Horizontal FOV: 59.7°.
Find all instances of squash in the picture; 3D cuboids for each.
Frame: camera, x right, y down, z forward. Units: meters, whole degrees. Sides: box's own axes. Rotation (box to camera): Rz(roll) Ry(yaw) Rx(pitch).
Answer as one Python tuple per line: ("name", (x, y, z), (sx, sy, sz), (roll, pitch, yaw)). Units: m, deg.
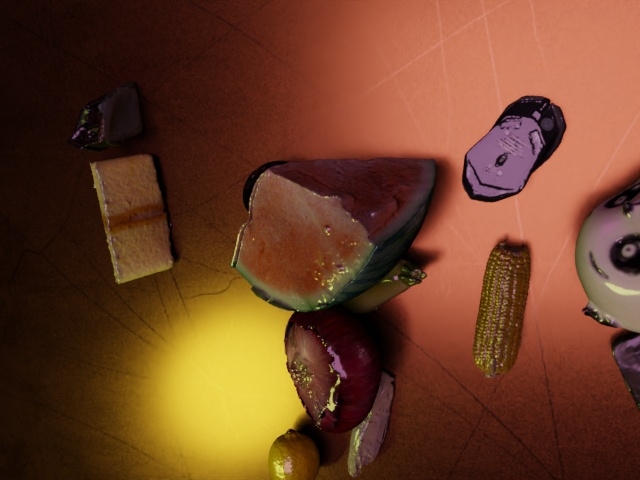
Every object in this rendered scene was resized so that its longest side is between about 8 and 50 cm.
("squash", (0.123, 0.072, 1.013), (0.200, 0.075, 0.090), (-25, 71, 47))

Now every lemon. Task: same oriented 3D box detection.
("lemon", (-0.055, 0.453, 1.150), (0.109, 0.109, 0.133), (-1, 91, 23))

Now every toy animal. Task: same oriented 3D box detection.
("toy animal", (0.514, 0.024, 0.752), (0.310, 0.251, 0.250), (-5, 99, 32))

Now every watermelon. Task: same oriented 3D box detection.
("watermelon", (0.022, 0.018, 0.911), (0.319, 0.222, 0.292), (5, 127, -12))

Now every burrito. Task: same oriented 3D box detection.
("burrito", (0.095, 0.361, 1.100), (0.058, 0.063, 0.229), (24, 106, 59))

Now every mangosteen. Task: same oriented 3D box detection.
("mangosteen", (-0.071, -0.075, 1.041), (0.137, 0.137, 0.151), (-20, 123, 25))

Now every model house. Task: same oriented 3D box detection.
("model house", (-0.465, -0.242, 1.162), (0.152, 0.165, 0.106), (-11, 114, 26))

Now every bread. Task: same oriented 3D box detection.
("bread", (-0.419, -0.048, 1.202), (0.178, 0.142, 0.266), (-10, 99, 9))

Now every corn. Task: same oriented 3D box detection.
("corn", (0.306, 0.119, 0.942), (0.080, 0.080, 0.238), (11, 103, 20))

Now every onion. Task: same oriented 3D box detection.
("onion", (0.024, 0.230, 1.028), (0.161, 0.248, 0.248), (-5, 101, -11))

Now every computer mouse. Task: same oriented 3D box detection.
("computer mouse", (0.306, -0.141, 0.896), (0.106, 0.062, 0.192), (41, 107, 11))

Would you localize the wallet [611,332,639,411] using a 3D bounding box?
("wallet", (0.597, 0.269, 0.871), (0.165, 0.042, 0.309), (-27, 90, 24))
